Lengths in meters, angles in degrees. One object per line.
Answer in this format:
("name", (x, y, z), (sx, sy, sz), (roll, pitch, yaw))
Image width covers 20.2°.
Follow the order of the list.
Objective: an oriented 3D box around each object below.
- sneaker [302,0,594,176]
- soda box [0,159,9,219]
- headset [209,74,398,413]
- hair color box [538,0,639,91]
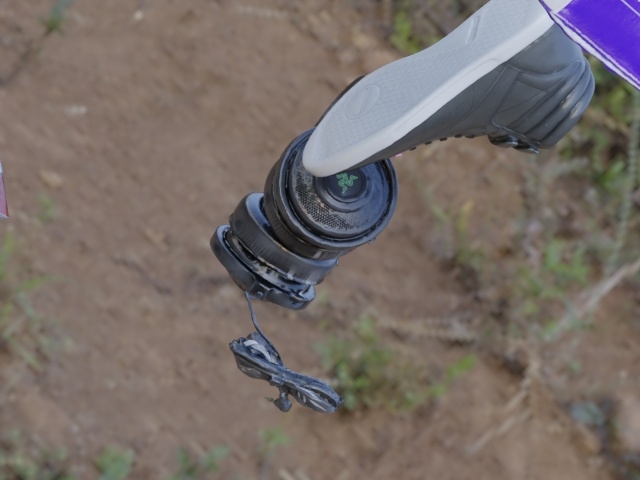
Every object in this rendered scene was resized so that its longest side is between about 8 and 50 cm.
("sneaker", (0.133, -0.114, 1.719), (0.147, 0.295, 0.105), (46, 20, -35))
("soda box", (-0.453, -0.087, 2.047), (0.263, 0.083, 0.092), (39, 39, -68))
("headset", (0.000, 0.000, 1.894), (0.185, 0.243, 0.394), (34, 46, -9))
("hair color box", (0.213, -0.242, 0.796), (0.110, 0.339, 0.185), (30, 22, -38))
